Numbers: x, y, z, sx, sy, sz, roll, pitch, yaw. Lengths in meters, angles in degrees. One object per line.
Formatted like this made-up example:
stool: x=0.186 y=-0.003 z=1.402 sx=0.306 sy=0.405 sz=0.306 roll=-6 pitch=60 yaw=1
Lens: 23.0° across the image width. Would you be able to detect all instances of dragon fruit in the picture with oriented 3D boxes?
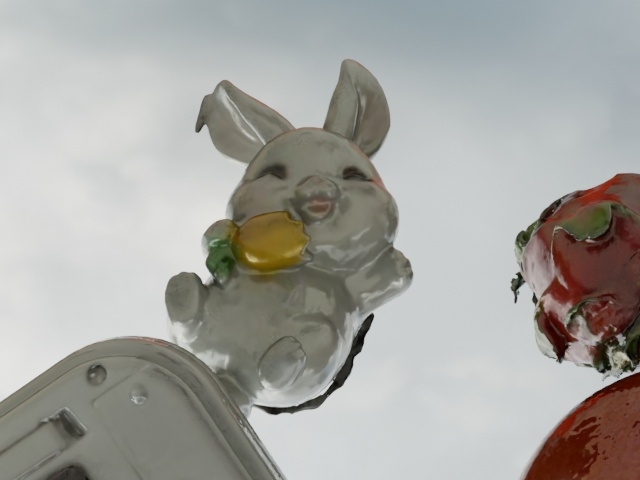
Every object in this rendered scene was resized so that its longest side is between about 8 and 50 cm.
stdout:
dragon fruit: x=0.250 y=0.042 z=1.409 sx=0.269 sy=0.198 sz=0.200 roll=-13 pitch=-143 yaw=58

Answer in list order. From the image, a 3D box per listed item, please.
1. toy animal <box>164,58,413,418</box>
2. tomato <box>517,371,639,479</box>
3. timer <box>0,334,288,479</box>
toy animal: x=-0.028 y=0.000 z=1.349 sx=0.208 sy=0.154 sz=0.325 roll=-8 pitch=-125 yaw=7
tomato: x=0.303 y=0.252 z=1.176 sx=0.290 sy=0.325 sz=0.293 roll=-43 pitch=-170 yaw=1
timer: x=-0.135 y=0.211 z=1.073 sx=0.237 sy=0.262 sz=0.087 roll=-34 pitch=179 yaw=4
